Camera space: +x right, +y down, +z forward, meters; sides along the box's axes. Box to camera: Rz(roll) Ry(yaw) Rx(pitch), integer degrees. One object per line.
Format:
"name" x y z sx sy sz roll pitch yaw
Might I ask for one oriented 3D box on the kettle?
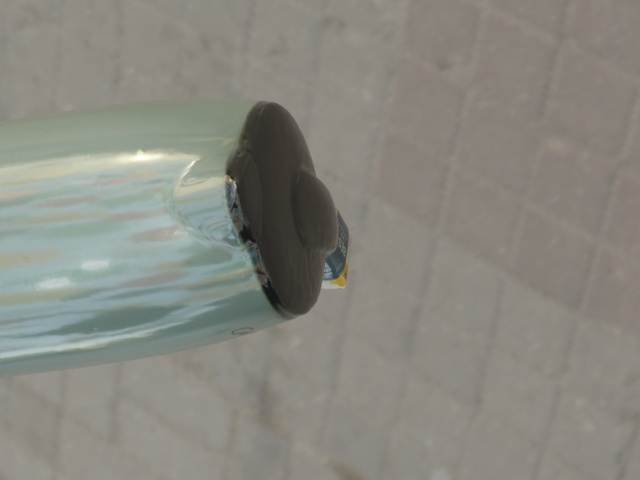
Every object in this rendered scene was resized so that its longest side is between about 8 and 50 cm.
"kettle" -0.109 -0.003 1.227 0.236 0.221 0.161 -9 79 18

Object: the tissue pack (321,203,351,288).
"tissue pack" 0.000 0.000 1.790 0.042 0.062 0.083 -3 149 16
